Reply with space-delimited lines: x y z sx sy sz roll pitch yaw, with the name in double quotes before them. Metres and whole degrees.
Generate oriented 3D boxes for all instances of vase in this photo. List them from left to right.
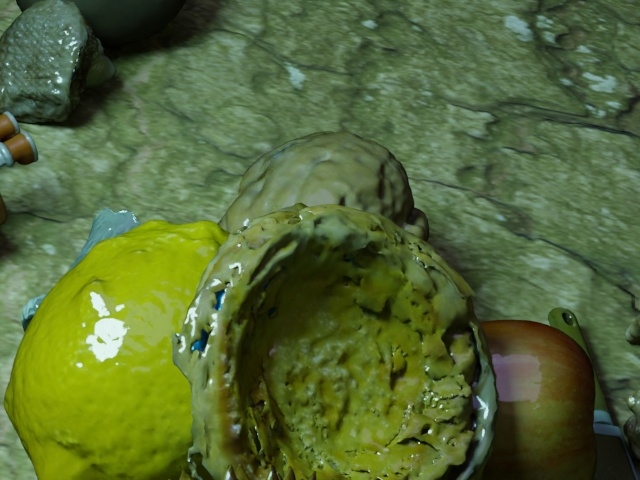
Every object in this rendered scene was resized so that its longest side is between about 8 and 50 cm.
"vase" -0.217 0.042 1.579 0.081 0.081 0.148 21 43 16

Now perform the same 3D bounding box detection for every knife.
"knife" 0.244 0.181 1.518 0.061 0.027 0.343 12 38 -21

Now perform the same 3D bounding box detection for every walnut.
"walnut" 0.000 0.000 1.576 0.198 0.198 0.245 22 33 18

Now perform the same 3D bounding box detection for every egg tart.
"egg tart" 0.001 0.110 1.276 0.291 0.107 0.290 7 76 -31

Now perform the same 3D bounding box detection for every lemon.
"lemon" -0.129 0.109 1.382 0.233 0.233 0.288 26 48 22

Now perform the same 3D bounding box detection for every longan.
"longan" -0.245 -0.311 1.933 0.212 0.198 0.198 -22 47 -37

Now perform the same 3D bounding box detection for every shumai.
"shumai" -0.280 -0.188 1.842 0.145 0.145 0.116 39 10 33

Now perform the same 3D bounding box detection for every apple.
"apple" 0.140 0.156 1.415 0.199 0.199 0.199 5 38 -4

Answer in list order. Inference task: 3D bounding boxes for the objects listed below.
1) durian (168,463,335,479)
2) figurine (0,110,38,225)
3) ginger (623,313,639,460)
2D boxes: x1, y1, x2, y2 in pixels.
"durian" -0.057 0.313 1.057 0.348 0.347 0.384 28 41 24
"figurine" -0.394 -0.040 1.596 0.271 0.143 0.143 -23 47 -33
"ginger" 0.311 0.152 1.540 0.089 0.075 0.288 11 41 -7
